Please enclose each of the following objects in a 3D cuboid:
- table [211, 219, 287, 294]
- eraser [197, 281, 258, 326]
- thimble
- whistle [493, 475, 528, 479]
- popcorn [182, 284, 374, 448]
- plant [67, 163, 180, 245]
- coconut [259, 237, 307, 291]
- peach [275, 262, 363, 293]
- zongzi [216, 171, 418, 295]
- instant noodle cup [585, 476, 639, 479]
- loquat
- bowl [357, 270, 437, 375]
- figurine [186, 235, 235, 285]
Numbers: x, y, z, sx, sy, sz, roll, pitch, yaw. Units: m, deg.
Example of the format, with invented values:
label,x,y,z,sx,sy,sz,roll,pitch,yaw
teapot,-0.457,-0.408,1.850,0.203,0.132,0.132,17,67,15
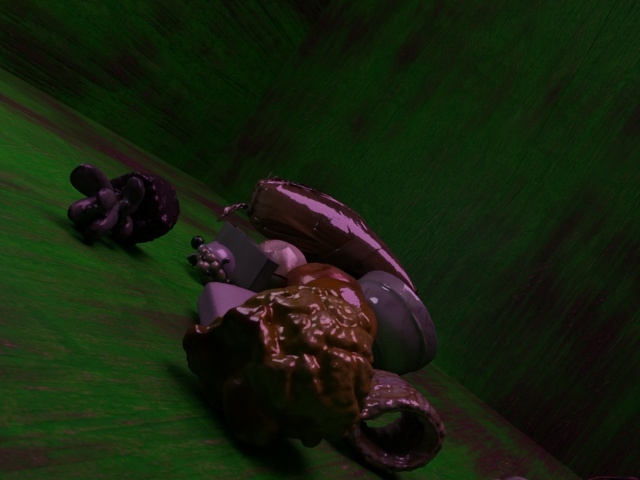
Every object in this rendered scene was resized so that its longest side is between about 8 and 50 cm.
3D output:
label,x,y,z,sx,sy,sz,roll,pitch,yaw
table,-0.188,0.065,1.788,0.111,0.122,0.240,33,4,-42
eraser,-0.117,0.162,1.166,0.174,0.095,0.270,27,4,-17
thimble,0.101,0.297,1.153,0.190,0.137,0.143,24,6,-18
whistle,0.401,0.526,1.356,0.101,0.106,0.253,6,-8,4
popcorn,-0.059,0.164,0.913,0.251,0.206,0.237,4,24,-9
plant,-0.376,-0.062,1.313,0.146,0.149,0.274,62,12,6
coconut,-0.117,0.079,1.920,0.171,0.171,0.183,35,-4,-17
peach,-0.007,0.162,1.788,0.235,0.214,0.214,18,-2,14
zongzi,0.010,-0.020,2.006,0.500,0.218,0.467,23,5,-42
instant noodle cup,0.543,0.575,1.231,0.244,0.244,0.255,38,-6,45
loquat,0.021,0.193,1.507,0.213,0.213,0.213,36,2,-2
bowl,0.167,0.251,1.914,0.307,0.163,0.307,35,-39,34
figurine,-0.252,0.050,1.606,0.147,0.093,0.197,58,-11,-12
